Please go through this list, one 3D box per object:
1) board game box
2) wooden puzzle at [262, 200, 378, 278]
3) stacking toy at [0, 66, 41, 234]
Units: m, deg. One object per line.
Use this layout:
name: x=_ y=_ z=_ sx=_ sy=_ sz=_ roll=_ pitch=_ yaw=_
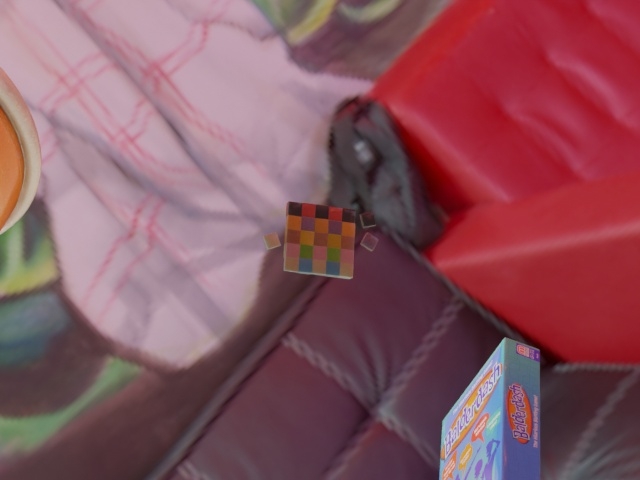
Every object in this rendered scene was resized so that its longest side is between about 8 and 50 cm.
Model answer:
board game box: x=0.178 y=0.232 z=1.543 sx=0.210 sy=0.047 sz=0.160 roll=-81 pitch=15 yaw=-48
wooden puzzle: x=0.000 y=0.000 z=1.002 sx=0.006 sy=0.083 sz=0.049 roll=146 pitch=129 yaw=-68
stacking toy: x=-0.454 y=0.045 z=1.242 sx=0.351 sy=0.351 sz=0.479 roll=-28 pitch=39 yaw=34
